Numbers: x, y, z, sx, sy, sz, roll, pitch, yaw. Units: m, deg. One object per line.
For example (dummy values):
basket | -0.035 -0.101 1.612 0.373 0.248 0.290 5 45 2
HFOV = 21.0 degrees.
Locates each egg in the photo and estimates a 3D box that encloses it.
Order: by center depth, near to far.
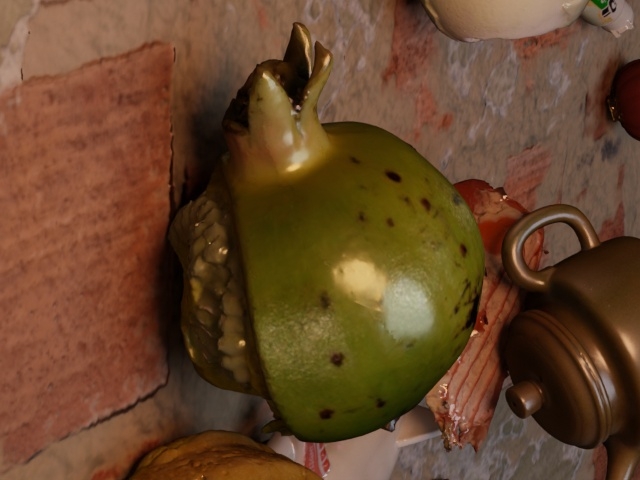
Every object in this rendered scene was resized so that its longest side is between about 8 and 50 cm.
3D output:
egg | 0.164 -0.290 1.531 0.183 0.183 0.217 -29 116 -51

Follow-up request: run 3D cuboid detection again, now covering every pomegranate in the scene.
pomegranate | 0.000 0.000 1.340 0.260 0.260 0.340 -45 136 -41

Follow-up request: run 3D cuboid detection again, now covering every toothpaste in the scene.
toothpaste | 0.256 -0.286 1.822 0.314 0.056 0.058 22 44 -57

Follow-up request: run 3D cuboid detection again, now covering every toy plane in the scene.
toy plane | 0.012 0.233 1.586 0.252 0.118 0.252 -30 128 -47

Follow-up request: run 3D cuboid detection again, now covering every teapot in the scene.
teapot | 0.242 0.098 1.579 0.175 0.185 0.267 -27 94 -21

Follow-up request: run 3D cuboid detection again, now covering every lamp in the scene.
lamp | 0.388 -0.166 2.054 0.101 0.090 0.101 -13 90 -84

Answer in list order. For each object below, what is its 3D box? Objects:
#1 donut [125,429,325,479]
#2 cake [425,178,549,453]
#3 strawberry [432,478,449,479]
donut | -0.060 0.273 1.400 0.261 0.128 0.208 37 73 -31
cake | 0.145 0.067 1.628 0.098 0.135 0.287 57 30 -56
strawberry | 0.143 0.344 1.908 0.187 0.082 0.146 21 92 -65
